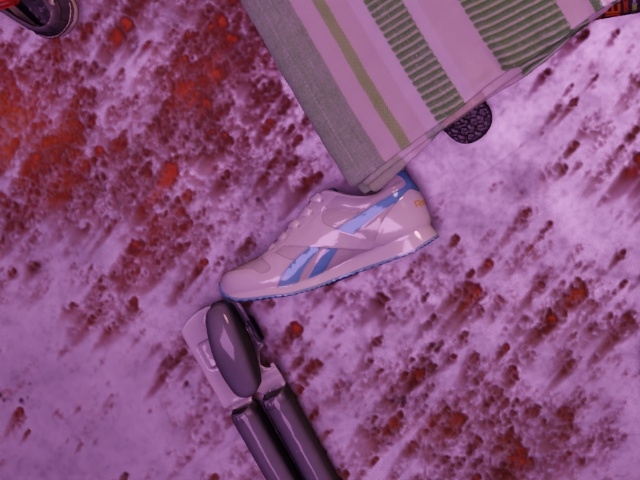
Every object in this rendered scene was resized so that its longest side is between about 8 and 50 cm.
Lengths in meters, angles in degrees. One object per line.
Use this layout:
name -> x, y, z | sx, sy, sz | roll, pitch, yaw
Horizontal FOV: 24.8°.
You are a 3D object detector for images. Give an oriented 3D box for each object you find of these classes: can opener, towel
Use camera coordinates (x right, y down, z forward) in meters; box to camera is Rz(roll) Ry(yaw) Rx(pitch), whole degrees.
can opener -> -0.060, 0.190, 1.528 | 0.074, 0.093, 0.280 | -26, 102, 13
towel -> 0.095, -0.226, 1.374 | 0.325, 0.038, 0.248 | -36, 77, 30

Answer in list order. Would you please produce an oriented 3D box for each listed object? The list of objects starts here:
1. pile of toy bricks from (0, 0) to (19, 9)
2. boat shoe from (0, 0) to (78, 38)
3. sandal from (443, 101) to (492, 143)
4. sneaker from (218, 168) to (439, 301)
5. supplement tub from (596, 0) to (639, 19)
pile of toy bricks -> -0.282, -0.319, 1.435 | 0.118, 0.105, 0.212 | -14, 56, 7
boat shoe -> -0.332, -0.285, 1.472 | 0.206, 0.065, 0.075 | 44, 104, -3
sandal -> 0.102, -0.171, 1.455 | 0.067, 0.040, 0.179 | -38, 104, 17
sneaker -> 0.000, 0.000, 1.484 | 0.229, 0.087, 0.092 | -21, 89, 6
supplement tub -> 0.246, -0.258, 1.379 | 0.198, 0.106, 0.106 | -9, 101, 11
